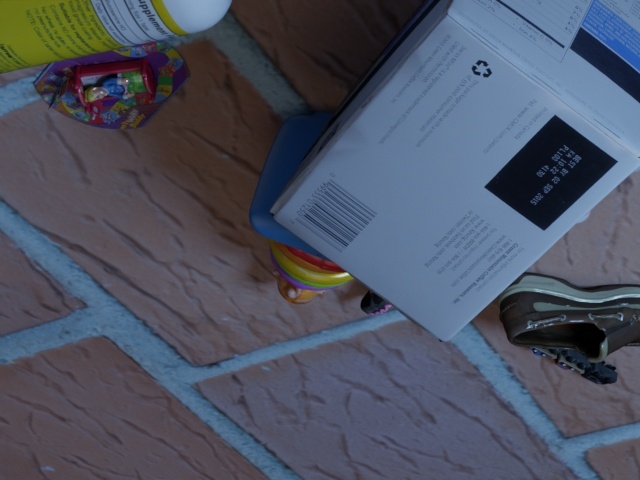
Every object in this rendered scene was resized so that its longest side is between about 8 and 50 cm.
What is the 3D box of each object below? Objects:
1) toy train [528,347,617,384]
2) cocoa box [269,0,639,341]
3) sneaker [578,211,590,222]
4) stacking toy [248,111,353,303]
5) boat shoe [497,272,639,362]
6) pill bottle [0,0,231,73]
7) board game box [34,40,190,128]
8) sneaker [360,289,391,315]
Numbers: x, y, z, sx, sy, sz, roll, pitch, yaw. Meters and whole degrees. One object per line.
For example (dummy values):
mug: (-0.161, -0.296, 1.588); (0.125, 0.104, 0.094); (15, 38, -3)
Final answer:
toy train: (0.323, 0.152, 2.322); (0.158, 0.027, 0.036); (28, 147, -32)
cocoa box: (0.157, -0.115, 1.741); (0.231, 0.228, 0.347); (36, 136, -6)
sneaker: (0.238, -0.049, 2.030); (0.134, 0.051, 0.070); (-6, 142, 4)
stacking toy: (0.000, 0.000, 2.036); (0.175, 0.166, 0.302); (21, 153, -1)
boat shoe: (0.343, 0.112, 2.205); (0.257, 0.095, 0.095); (6, 143, -7)
pill bottle: (-0.195, -0.267, 1.625); (0.334, 0.188, 0.188); (-10, 142, 14)
board game box: (-0.221, -0.160, 1.901); (0.133, 0.033, 0.168); (23, 139, -27)
sneaker: (0.078, 0.044, 2.169); (0.057, 0.047, 0.119); (27, 129, -21)
